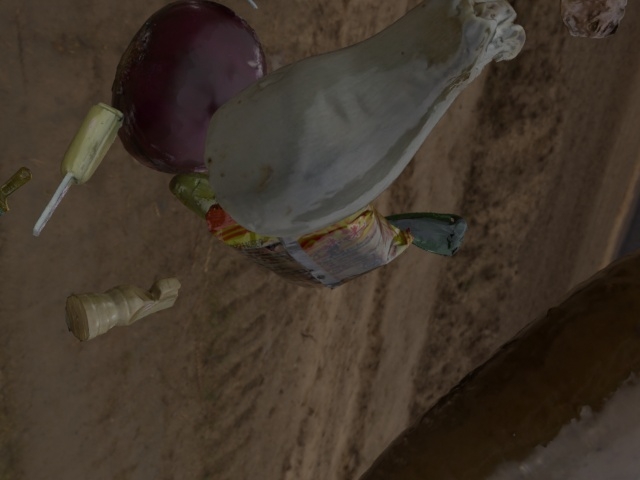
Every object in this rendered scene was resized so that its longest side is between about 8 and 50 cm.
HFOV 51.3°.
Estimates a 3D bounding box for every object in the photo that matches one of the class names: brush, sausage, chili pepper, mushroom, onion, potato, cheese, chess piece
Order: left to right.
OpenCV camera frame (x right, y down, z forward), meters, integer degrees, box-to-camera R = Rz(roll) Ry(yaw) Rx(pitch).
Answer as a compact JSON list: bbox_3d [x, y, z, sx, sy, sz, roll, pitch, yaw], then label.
[{"bbox_3d":[-0.754,-0.122,1.604,0.083,0.218,0.010,52,37,-19],"label":"brush"},{"bbox_3d":[-0.393,-0.118,1.076,0.127,0.050,0.256,-36,-151,59],"label":"cheese"},{"bbox_3d":[-0.513,0.171,1.783,0.300,0.137,0.137,-14,122,-43],"label":"chess piece"},{"bbox_3d":[-0.228,-0.272,1.247,0.281,0.260,0.337,29,92,-35],"label":"onion"},{"bbox_3d":[-0.260,-0.097,1.543,0.105,0.188,0.085,-63,-175,-20],"label":"potato"},{"bbox_3d":[0.031,-0.088,0.447,0.116,0.225,0.093,60,16,-4],"label":"mushroom"},{"bbox_3d":[0.249,-0.024,1.616,0.062,0.216,0.108,124,-29,-73],"label":"chili pepper"},{"bbox_3d":[0.164,0.116,0.430,0.501,0.136,0.123,-43,178,10],"label":"sausage"},{"bbox_3d":[0.375,-0.371,0.844,0.302,0.102,0.076,-55,-175,-28],"label":"sausage"}]

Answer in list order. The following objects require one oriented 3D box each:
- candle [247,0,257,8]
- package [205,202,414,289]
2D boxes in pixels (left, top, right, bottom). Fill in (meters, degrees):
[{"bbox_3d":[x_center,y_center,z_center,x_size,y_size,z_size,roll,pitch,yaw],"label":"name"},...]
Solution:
[{"bbox_3d":[-0.103,-0.691,1.411,0.343,0.221,0.221,-57,156,5],"label":"candle"},{"bbox_3d":[0.006,-0.002,0.935,0.288,0.223,0.109,30,44,-62],"label":"package"}]
